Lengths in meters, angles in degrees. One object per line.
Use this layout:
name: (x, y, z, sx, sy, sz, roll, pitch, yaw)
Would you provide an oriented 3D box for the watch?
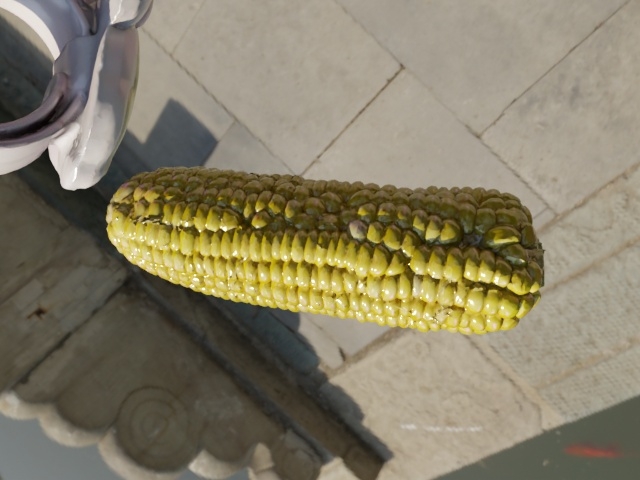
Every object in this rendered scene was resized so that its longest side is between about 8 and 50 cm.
watch: (-0.273, -0.181, 0.691, 0.217, 0.248, 0.211, 12, 166, -30)

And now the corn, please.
corn: (0.000, 0.000, 0.515, 0.292, 0.101, 0.101, 9, 128, 9)
